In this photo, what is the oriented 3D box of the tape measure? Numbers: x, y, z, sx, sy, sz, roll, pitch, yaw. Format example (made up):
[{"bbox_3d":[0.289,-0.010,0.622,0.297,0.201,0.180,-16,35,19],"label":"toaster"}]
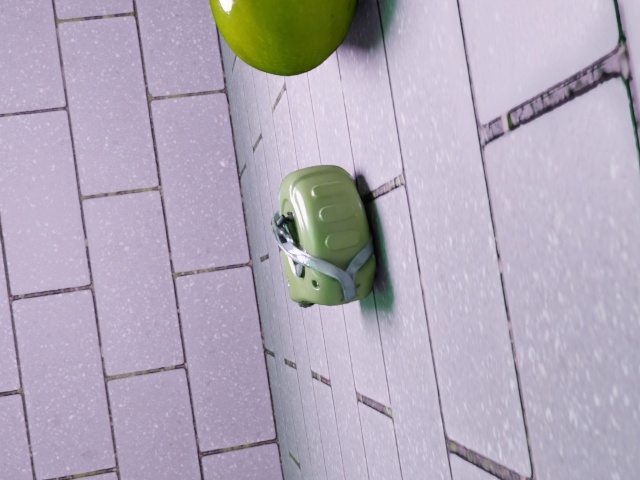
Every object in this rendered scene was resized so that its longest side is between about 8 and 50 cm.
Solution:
[{"bbox_3d":[0.000,0.000,1.098,0.200,0.106,0.175,-179,77,-79],"label":"tape measure"}]

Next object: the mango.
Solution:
[{"bbox_3d":[-0.041,-0.263,0.979,0.343,0.155,0.193,125,145,-82],"label":"mango"}]
